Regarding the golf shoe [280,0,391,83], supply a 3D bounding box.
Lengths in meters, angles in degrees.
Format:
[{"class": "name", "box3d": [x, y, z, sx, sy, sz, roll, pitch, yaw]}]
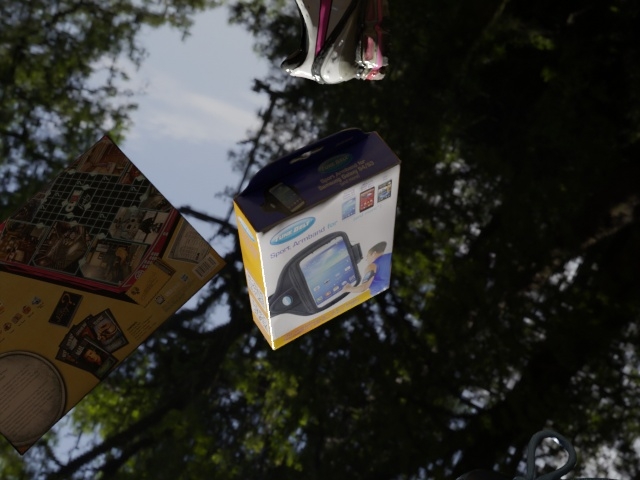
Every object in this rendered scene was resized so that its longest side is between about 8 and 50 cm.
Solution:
[{"class": "golf shoe", "box3d": [0.004, -0.203, 0.591, 0.086, 0.186, 0.067, -4, -163, -1]}]

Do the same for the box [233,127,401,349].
[{"class": "box", "box3d": [0.000, 0.000, 0.443, 0.081, 0.136, 0.028, -27, -119, -16]}]

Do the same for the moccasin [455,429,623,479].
[{"class": "moccasin", "box3d": [0.117, 0.215, 0.576, 0.138, 0.342, 0.116, -7, -112, -59]}]

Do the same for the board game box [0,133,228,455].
[{"class": "board game box", "box3d": [-0.228, 0.045, 0.762, 0.165, 0.243, 0.042, 48, 167, -4]}]
